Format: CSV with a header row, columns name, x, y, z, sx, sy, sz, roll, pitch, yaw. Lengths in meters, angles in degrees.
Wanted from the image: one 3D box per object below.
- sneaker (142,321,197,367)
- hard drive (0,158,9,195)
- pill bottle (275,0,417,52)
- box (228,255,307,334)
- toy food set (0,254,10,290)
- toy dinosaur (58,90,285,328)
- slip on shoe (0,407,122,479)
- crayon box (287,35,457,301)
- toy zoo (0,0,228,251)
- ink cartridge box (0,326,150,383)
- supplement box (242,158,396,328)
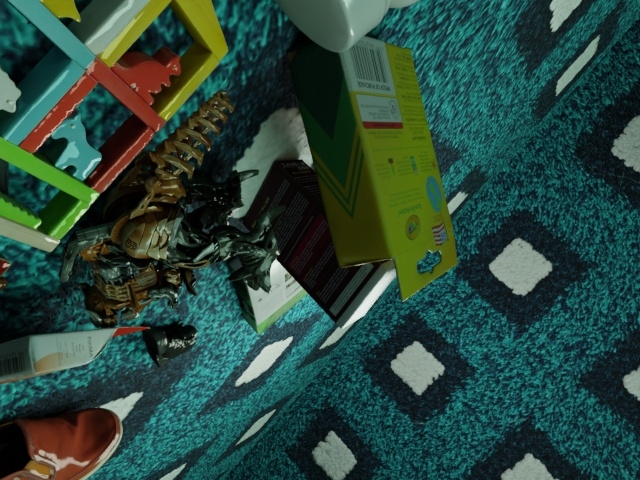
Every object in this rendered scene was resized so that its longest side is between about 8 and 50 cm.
name,x,y,z,sx,sy,sz,roll,pitch,yaw
sneaker,-0.259,0.172,0.870,0.089,0.051,0.170,-34,163,-30
hard drive,-0.307,-0.039,0.362,0.135,0.022,0.094,-25,152,-47
pill bottle,0.077,-0.305,0.404,0.283,0.161,0.161,-44,161,-4
box,-0.068,0.061,1.030,0.232,0.058,0.322,-38,159,-20
toy food set,-0.348,0.055,0.484,0.122,0.019,0.078,-56,160,8
toy dinosaur,-0.164,-0.009,0.556,0.218,0.164,0.322,-1,157,-42
slip on shoe,-0.423,0.308,0.709,0.101,0.123,0.331,-55,155,16
crayon box,0.081,-0.094,0.647,0.081,0.318,0.202,-12,-177,36
toy zoo,-0.182,-0.135,0.370,0.293,0.030,0.192,-50,158,-5
ink cartridge box,-0.315,0.139,0.583,0.145,0.045,0.179,-16,166,18
supplement box,0.000,0.000,0.752,0.073,0.239,0.130,-18,148,-53
